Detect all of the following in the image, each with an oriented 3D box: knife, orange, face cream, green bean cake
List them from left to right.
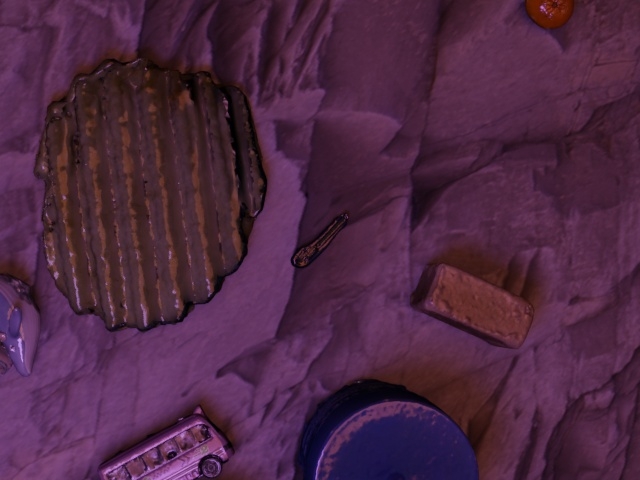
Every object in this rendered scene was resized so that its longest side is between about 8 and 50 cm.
[{"bbox_3d":[0.000,0.000,1.963,0.031,0.018,0.121,45,80,-6],"label":"knife"},{"bbox_3d":[0.095,0.346,1.857,0.249,0.225,0.248,0,90,-9],"label":"face cream"},{"bbox_3d":[0.242,0.104,1.949,0.179,0.109,0.085,24,83,-7],"label":"green bean cake"},{"bbox_3d":[0.379,-0.391,2.015,0.083,0.070,0.083,0,92,-9],"label":"orange"}]

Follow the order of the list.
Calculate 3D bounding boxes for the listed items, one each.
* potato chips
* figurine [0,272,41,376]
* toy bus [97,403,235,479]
[{"bbox_3d":[-0.261,-0.073,1.903,0.359,0.070,0.429,-6,87,-6],"label":"potato chips"},{"bbox_3d":[-0.508,0.127,1.826,0.208,0.128,0.184,42,85,3],"label":"figurine"},{"bbox_3d":[-0.236,0.340,1.871,0.199,0.096,0.108,-29,87,-6],"label":"toy bus"}]
